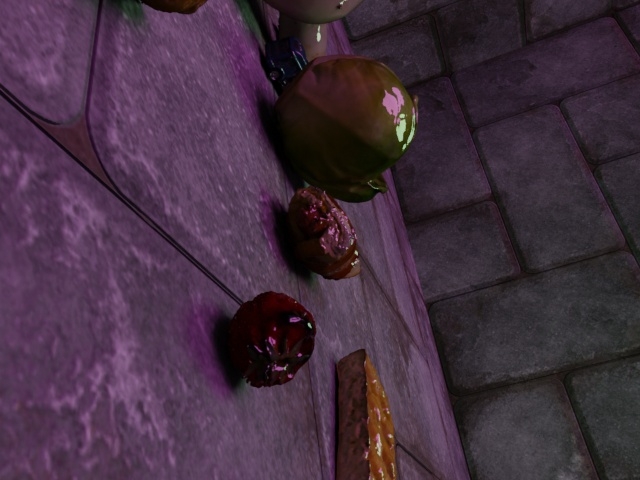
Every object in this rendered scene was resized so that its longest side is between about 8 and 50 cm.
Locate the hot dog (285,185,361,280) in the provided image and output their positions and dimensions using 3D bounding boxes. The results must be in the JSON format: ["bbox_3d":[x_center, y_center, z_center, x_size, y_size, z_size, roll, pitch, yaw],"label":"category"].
[{"bbox_3d":[0.000,0.000,0.982,0.146,0.103,0.213,55,-6,27],"label":"hot dog"}]

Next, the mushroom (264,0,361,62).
[{"bbox_3d":[-0.049,-0.512,1.225,0.293,0.292,0.290,-95,-162,-44],"label":"mushroom"}]

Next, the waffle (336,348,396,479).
[{"bbox_3d":[0.077,0.326,0.947,0.274,0.057,0.168,-88,158,-55],"label":"waffle"}]

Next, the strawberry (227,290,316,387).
[{"bbox_3d":[-0.055,0.099,0.627,0.106,0.106,0.106,-18,90,-77],"label":"strawberry"}]

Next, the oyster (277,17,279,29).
[{"bbox_3d":[-0.055,-0.480,1.459,0.200,0.061,0.106,-15,86,-77],"label":"oyster"}]

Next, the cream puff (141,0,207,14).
[{"bbox_3d":[-0.170,-0.348,0.581,0.269,0.154,0.241,-84,154,-65],"label":"cream puff"}]

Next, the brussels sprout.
[{"bbox_3d":[0.051,-0.212,1.113,0.294,0.259,0.227,35,24,-30],"label":"brussels sprout"}]

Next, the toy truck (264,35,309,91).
[{"bbox_3d":[-0.044,-0.325,1.231,0.202,0.088,0.074,56,22,-51],"label":"toy truck"}]
